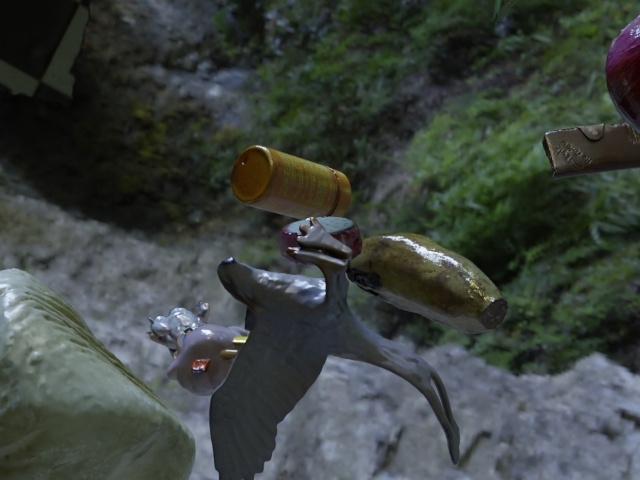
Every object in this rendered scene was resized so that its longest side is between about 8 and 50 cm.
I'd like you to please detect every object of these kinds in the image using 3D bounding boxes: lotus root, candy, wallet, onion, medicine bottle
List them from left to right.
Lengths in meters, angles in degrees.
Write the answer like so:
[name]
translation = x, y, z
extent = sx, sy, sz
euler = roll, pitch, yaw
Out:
[medicine bottle]
translation = -0.046, -0.086, 1.813
extent = 0.192, 0.096, 0.096
euler = 15, -88, -49
[candy]
translation = 0.000, 0.000, 1.405
extent = 0.103, 0.103, 0.043
euler = -73, -19, -73
[lotus root]
translation = 0.138, 0.050, 1.454
extent = 0.097, 0.258, 0.110
euler = -55, -47, -12
[wallet]
translation = 0.478, -0.159, 1.981
extent = 0.026, 0.176, 0.095
euler = 96, 166, -66
[onion]
translation = 0.288, -0.129, 0.896
extent = 0.131, 0.131, 0.131
euler = 16, -90, -90

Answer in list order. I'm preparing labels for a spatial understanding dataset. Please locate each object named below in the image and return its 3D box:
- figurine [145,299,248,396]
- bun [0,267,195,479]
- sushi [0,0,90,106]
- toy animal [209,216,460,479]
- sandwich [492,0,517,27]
[figurine]
translation = -0.184, 0.167, 1.751
extent = 0.229, 0.137, 0.112
euler = 32, 135, 47
[bun]
translation = -0.322, 0.209, 1.339
extent = 0.227, 0.349, 0.352
euler = -45, 32, -7
[sushi]
translation = -0.308, -0.291, 0.843
extent = 0.069, 0.339, 0.320
euler = -74, -3, -83
[toy animal]
translation = 0.024, 0.123, 1.267
extent = 0.225, 0.284, 0.302
euler = -73, -13, -49
[sandwich]
translation = 0.229, -0.340, 1.430
extent = 0.116, 0.074, 0.074
euler = -48, -9, -14
